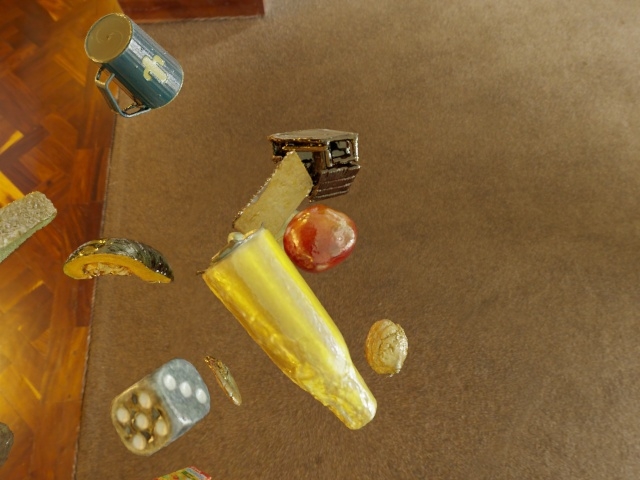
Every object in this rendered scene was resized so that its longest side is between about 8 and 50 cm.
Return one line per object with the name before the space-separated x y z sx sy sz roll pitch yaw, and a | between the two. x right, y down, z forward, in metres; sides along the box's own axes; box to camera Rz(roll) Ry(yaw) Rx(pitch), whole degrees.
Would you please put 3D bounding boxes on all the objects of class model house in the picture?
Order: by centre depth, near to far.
model house | -0.025 -0.282 1.663 0.316 0.297 0.283 -12 115 -16

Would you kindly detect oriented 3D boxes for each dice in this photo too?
dice | -0.419 0.438 1.107 0.181 0.182 0.183 -34 85 11

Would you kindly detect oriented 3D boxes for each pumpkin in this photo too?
pumpkin | -0.513 0.032 1.100 0.278 0.163 0.112 7 64 -29

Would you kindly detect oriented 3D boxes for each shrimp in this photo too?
shrimp | -0.328 0.446 1.366 0.053 0.133 0.236 -42 48 -6

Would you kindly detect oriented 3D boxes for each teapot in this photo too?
teapot | -0.170 -0.001 1.514 0.317 0.220 0.149 -14 48 -11

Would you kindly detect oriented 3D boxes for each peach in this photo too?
peach | 0.000 0.000 1.329 0.243 0.200 0.244 -7 39 6

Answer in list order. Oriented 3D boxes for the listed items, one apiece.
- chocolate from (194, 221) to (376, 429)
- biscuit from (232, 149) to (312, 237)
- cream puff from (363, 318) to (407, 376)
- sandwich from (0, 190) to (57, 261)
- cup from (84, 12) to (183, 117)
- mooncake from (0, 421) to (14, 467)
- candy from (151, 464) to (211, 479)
chocolate | -0.047 0.186 0.813 0.162 0.162 0.446 -37 97 -12
biscuit | -0.109 -0.095 1.051 0.013 0.237 0.232 36 85 18
cream puff | 0.229 0.366 1.414 0.129 0.189 0.189 9 67 36
sandwich | -0.851 0.015 1.072 0.099 0.254 0.289 44 31 -16
cup | -0.390 -0.348 0.855 0.131 0.155 0.177 23 83 18
mooncake | -1.053 0.668 1.199 0.187 0.324 0.324 26 71 -15
candy | -0.293 0.514 0.868 0.062 0.122 0.038 13 84 29
